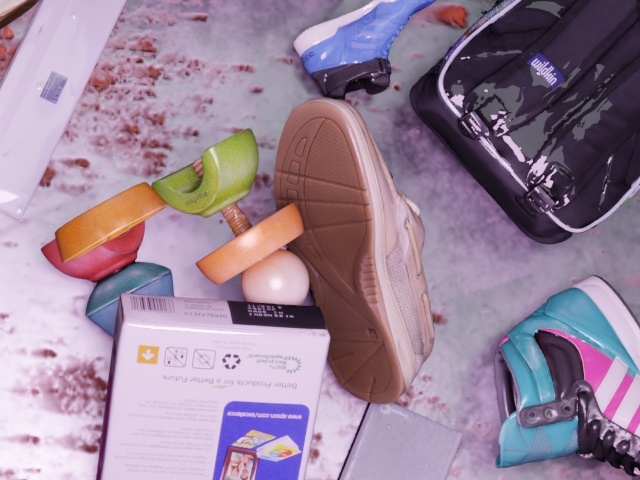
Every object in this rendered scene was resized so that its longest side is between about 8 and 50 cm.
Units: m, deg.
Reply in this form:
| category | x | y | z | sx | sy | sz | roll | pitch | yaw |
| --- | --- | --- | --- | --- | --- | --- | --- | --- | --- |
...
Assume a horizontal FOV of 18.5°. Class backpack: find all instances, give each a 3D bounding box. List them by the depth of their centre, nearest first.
| category | x | y | z | sx | sy | sz | roll | pitch | yaw |
| --- | --- | --- | --- | --- | --- | --- | --- | --- | --- |
| backpack | 0.237 | -0.143 | 1.852 | 0.253 | 0.191 | 0.225 | -44 | 94 | -9 |

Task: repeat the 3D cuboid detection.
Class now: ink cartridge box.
| category | x | y | z | sx | sy | sz | roll | pitch | yaw |
| --- | --- | --- | --- | --- | --- | --- | --- | --- | --- |
| ink cartridge box | -0.108 | 0.225 | 1.712 | 0.176 | 0.069 | 0.371 | 4 | 113 | -12 |

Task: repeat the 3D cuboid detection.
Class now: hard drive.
| category | x | y | z | sx | sy | sz | roll | pitch | yaw |
| --- | --- | --- | --- | --- | --- | --- | --- | --- | --- |
| hard drive | 0.066 | 0.224 | 1.833 | 0.094 | 0.022 | 0.135 | 24 | 75 | -7 |

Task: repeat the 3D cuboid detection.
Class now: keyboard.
| category | x | y | z | sx | sy | sz | roll | pitch | yaw |
| --- | --- | --- | --- | --- | --- | --- | --- | --- | --- |
| keyboard | -0.259 | -0.147 | 1.839 | 0.072 | 0.014 | 0.256 | 26 | 75 | -12 |

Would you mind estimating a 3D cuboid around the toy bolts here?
| category | x | y | z | sx | sy | sz | roll | pitch | yaw |
| --- | --- | --- | --- | --- | --- | --- | --- | --- | --- |
| toy bolts | -0.140 | 0.036 | 1.714 | 0.218 | 0.228 | 0.158 | -30 | 91 | -46 |

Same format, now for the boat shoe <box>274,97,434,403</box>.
| category | x | y | z | sx | sy | sz | roll | pitch | yaw |
| --- | --- | --- | --- | --- | --- | --- | --- | --- | --- |
| boat shoe | 0.041 | -0.001 | 1.778 | 0.098 | 0.109 | 0.302 | -41 | 126 | -43 |

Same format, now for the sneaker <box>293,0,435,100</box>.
| category | x | y | z | sx | sy | sz | roll | pitch | yaw |
| --- | --- | --- | --- | --- | --- | --- | --- | --- | --- |
| sneaker | 0.059 | -0.187 | 1.889 | 0.152 | 0.058 | 0.084 | -26 | 80 | -11 |

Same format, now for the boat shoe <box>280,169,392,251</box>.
| category | x | y | z | sx | sy | sz | roll | pitch | yaw |
| --- | --- | --- | --- | --- | --- | --- | --- | --- | --- |
| boat shoe | 0.000 | 0.000 | 1.835 | 0.065 | 0.075 | 0.206 | 31 | 70 | -2 |

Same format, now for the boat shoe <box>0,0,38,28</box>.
| category | x | y | z | sx | sy | sz | roll | pitch | yaw |
| --- | --- | --- | --- | --- | --- | --- | --- | --- | --- |
| boat shoe | -0.323 | -0.209 | 1.818 | 0.135 | 0.050 | 0.045 | -36 | 85 | -26 |

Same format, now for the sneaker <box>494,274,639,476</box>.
| category | x | y | z | sx | sy | sz | roll | pitch | yaw |
| --- | --- | --- | --- | --- | --- | --- | --- | --- | --- |
| sneaker | 0.251 | 0.182 | 1.805 | 0.178 | 0.124 | 0.295 | -24 | 59 | -13 |
